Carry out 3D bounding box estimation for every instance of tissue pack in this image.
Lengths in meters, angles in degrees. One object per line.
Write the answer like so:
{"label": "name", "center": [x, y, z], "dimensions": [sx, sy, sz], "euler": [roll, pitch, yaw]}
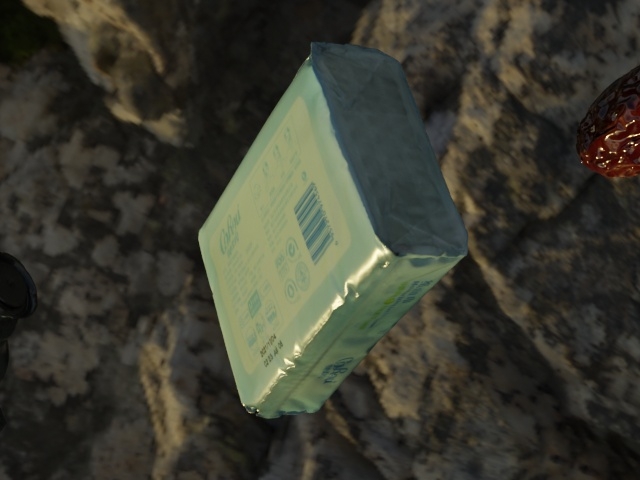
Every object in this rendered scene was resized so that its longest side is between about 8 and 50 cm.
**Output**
{"label": "tissue pack", "center": [0.000, 0.000, 1.005], "dimensions": [0.263, 0.089, 0.177], "euler": [-55, 46, 52]}

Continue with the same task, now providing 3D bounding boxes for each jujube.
{"label": "jujube", "center": [0.232, -0.085, 0.939], "dimensions": [0.129, 0.077, 0.077], "euler": [-30, 59, 54]}

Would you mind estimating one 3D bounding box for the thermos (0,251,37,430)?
{"label": "thermos", "center": [-0.203, 0.067, 0.597], "dimensions": [0.188, 0.073, 0.083], "euler": [-31, 76, 22]}
